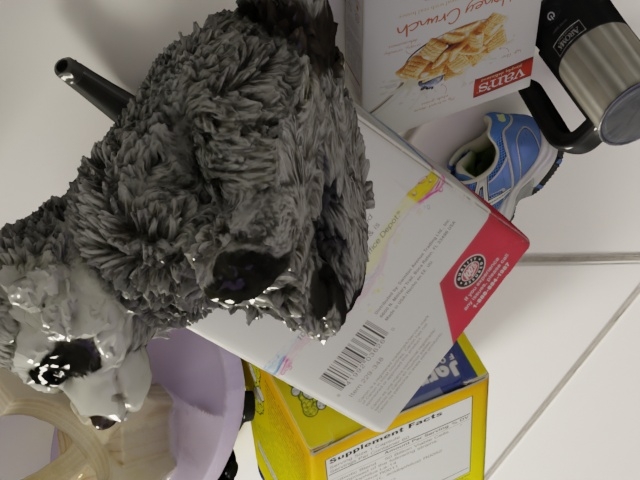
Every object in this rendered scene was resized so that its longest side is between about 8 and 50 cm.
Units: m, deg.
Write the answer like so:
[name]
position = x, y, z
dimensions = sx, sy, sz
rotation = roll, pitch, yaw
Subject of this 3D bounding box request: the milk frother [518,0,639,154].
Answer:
[milk frother]
position = 0.269, -0.148, 1.758
dimensions = 0.143, 0.134, 0.129
rotation = -3, 140, -35

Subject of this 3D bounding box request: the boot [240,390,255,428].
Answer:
[boot]
position = -0.125, 0.171, 1.960
dimensions = 0.099, 0.045, 0.121
rotation = 2, 170, -14

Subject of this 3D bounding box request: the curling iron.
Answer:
[curling iron]
position = -0.132, -0.104, 1.597
dimensions = 0.068, 0.035, 0.274
rotation = -45, 146, 15

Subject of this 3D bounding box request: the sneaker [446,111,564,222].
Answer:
[sneaker]
position = 0.150, -0.049, 1.871
dimensions = 0.081, 0.080, 0.211
rotation = 15, 126, -26

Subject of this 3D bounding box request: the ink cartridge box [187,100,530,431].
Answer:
[ink cartridge box]
position = 0.000, 0.000, 1.639
dimensions = 0.226, 0.131, 0.306
rotation = -51, 131, 6

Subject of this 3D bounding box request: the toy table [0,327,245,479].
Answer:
[toy table]
position = -0.203, 0.188, 1.769
dimensions = 0.161, 0.252, 0.274
rotation = -11, 133, -54

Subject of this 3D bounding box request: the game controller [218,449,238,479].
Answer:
[game controller]
position = -0.165, 0.353, 1.994
dimensions = 0.166, 0.067, 0.319
rotation = 50, 55, -72

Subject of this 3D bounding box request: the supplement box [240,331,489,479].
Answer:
[supplement box]
position = 0.044, 0.191, 1.989
dimensions = 0.194, 0.195, 0.356
rotation = -22, 147, -12

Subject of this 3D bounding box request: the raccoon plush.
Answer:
[raccoon plush]
position = -0.126, -0.085, 1.438
dimensions = 0.299, 0.446, 0.216
rotation = -2, 160, 20

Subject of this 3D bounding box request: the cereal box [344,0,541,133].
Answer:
[cereal box]
position = 0.106, -0.195, 1.646
dimensions = 0.173, 0.047, 0.240
rotation = -20, 146, -12
